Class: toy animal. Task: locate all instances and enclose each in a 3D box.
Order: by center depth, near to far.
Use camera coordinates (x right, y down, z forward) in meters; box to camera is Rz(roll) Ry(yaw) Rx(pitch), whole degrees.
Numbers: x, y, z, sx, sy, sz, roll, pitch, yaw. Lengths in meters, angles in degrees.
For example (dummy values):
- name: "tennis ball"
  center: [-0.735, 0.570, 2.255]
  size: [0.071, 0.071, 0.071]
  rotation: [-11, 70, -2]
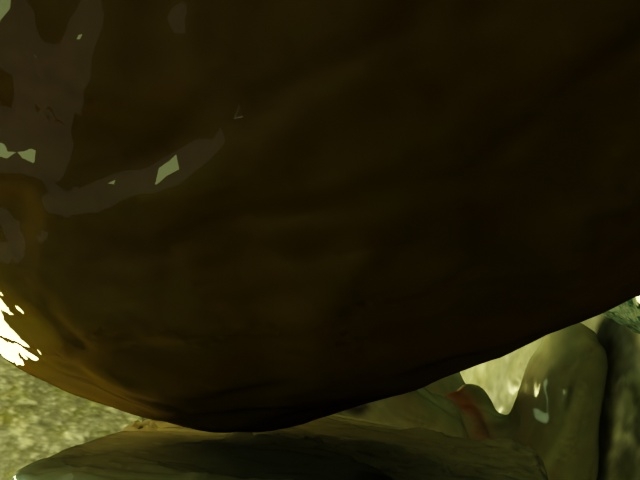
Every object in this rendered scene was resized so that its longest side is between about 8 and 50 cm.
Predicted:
- name: "toy animal"
  center: [0.006, 0.172, 0.795]
  size: [0.308, 0.188, 0.266]
  rotation: [12, 116, 49]

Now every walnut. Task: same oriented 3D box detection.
- name: "walnut"
  center: [0.024, -0.104, 0.484]
  size: [0.308, 0.398, 0.354]
  rotation: [55, -160, -28]

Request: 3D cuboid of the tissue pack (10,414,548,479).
- name: "tissue pack"
  center: [-0.023, 0.252, 0.498]
  size: [0.266, 0.194, 0.356]
  rotation: [8, -90, -81]

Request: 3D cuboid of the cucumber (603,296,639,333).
- name: "cucumber"
  center: [0.160, 0.014, 0.570]
  size: [0.112, 0.064, 0.064]
  rotation: [154, 115, -77]
